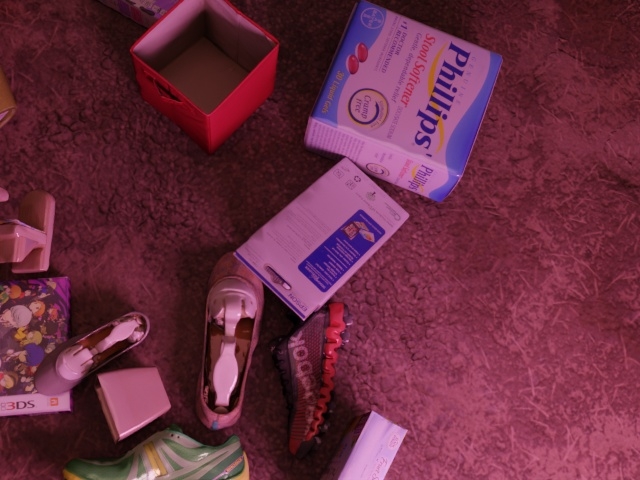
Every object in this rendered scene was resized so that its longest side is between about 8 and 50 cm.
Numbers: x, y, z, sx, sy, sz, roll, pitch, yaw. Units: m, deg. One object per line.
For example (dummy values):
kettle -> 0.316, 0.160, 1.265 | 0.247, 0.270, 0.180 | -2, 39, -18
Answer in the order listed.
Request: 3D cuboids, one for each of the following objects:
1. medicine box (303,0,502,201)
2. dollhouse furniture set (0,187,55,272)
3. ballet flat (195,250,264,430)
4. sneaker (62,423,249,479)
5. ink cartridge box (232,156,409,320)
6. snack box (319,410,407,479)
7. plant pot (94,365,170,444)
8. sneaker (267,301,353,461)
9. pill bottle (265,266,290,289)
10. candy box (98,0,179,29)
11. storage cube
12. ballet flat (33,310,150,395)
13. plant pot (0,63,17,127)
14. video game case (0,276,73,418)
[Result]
medicine box -> 0.150, -0.256, 1.554 | 0.289, 0.149, 0.264 | 21, 73, 1
dollhouse furniture set -> -0.682, -0.101, 1.323 | 0.394, 0.362, 0.257 | -5, 75, 23
ballet flat -> -0.151, 0.162, 1.426 | 0.107, 0.106, 0.316 | 4, 74, -5
sneaker -> -0.265, 0.363, 1.366 | 0.295, 0.109, 0.124 | 2, 70, -15
ink cartridge box -> 0.000, 0.000, 1.449 | 0.165, 0.065, 0.332 | 44, 50, 6
snack box -> 0.053, 0.369, 1.339 | 0.070, 0.207, 0.174 | 29, 74, 2
plant pot -> -0.308, 0.263, 1.386 | 0.096, 0.109, 0.109 | -19, 77, -22
sneaker -> -0.033, 0.229, 1.426 | 0.135, 0.097, 0.276 | 12, 72, -3
pill bottle -> -0.061, 0.043, 1.484 | 0.078, 0.078, 0.137 | -41, 83, -15
candy box -> -0.320, -0.499, 1.609 | 0.196, 0.070, 0.165 | 29, 74, 2
storage cube -> -0.206, -0.302, 1.504 | 0.183, 0.193, 0.215 | 40, 75, 5
ballet flat -> -0.377, 0.180, 1.389 | 0.213, 0.068, 0.072 | -33, 90, -30
plant pot -> -0.672, -0.303, 1.436 | 0.275, 0.275, 0.293 | -41, 98, -15
video game case -> -0.527, 0.182, 1.412 | 0.210, 0.042, 0.232 | -3, 75, -9
